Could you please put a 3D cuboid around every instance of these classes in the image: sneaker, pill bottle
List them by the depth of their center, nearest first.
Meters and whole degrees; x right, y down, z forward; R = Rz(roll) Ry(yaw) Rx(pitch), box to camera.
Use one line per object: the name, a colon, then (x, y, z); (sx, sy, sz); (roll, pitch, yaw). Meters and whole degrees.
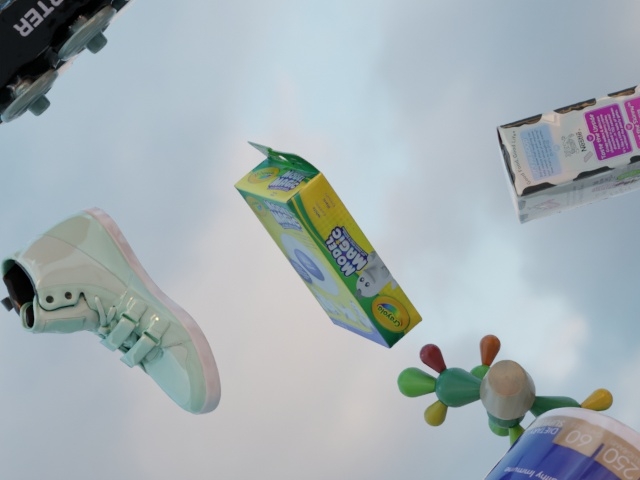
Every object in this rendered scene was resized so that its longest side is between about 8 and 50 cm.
pill bottle: (0.147, 0.258, 1.280); (0.264, 0.153, 0.153); (-44, -25, -32)
sneaker: (-0.222, 0.097, 1.786); (0.151, 0.256, 0.094); (-30, -14, -42)

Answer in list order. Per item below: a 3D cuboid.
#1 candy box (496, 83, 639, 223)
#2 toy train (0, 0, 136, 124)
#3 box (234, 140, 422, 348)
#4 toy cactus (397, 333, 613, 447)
candy box: (0.282, -0.090, 1.602); (0.233, 0.071, 0.159); (-17, -10, 4)
toy train: (-0.266, -0.250, 1.815); (0.334, 0.142, 0.190); (-44, 6, 6)
box: (0.000, 0.000, 1.393); (0.043, 0.105, 0.179); (-40, -67, -15)
toy cactus: (0.178, 0.140, 1.600); (0.112, 0.219, 0.180); (-61, -14, -13)
